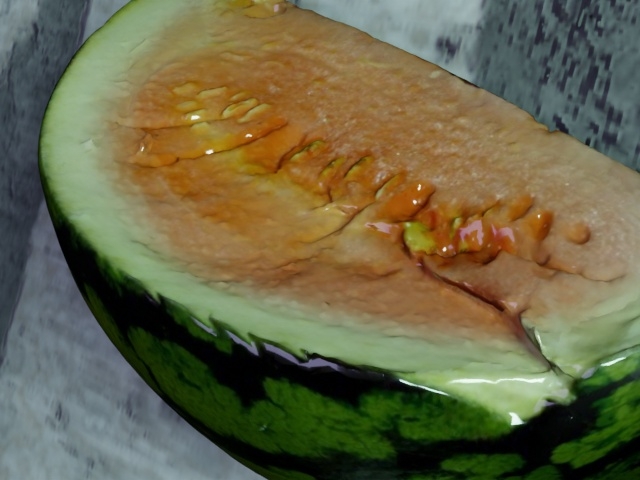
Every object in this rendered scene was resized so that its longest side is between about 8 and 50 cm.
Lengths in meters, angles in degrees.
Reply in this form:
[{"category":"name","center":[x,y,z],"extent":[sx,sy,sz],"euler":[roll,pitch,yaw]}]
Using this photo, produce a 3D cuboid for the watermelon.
[{"category":"watermelon","center":[-0.022,0.004,0.440],"extent":[0.303,0.128,0.159],"euler":[36,108,43]}]
